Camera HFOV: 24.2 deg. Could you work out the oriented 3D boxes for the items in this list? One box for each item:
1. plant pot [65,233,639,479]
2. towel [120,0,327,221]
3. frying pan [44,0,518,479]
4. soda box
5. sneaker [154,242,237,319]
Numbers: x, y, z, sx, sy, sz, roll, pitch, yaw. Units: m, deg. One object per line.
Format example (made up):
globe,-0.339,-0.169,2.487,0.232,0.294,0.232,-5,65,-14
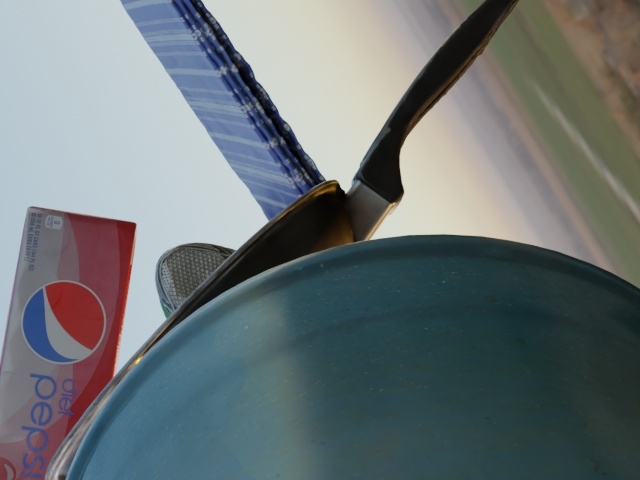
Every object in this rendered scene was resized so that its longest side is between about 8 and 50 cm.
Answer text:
plant pot,0.046,0.167,0.436,0.271,0.271,0.255,56,-173,-19
towel,-0.088,-0.139,1.333,0.336,0.040,0.243,56,169,-14
frying pan,-0.011,0.015,0.744,0.053,0.326,0.197,44,147,6
soda box,-0.209,0.110,1.190,0.083,0.092,0.263,147,131,-80
sneaker,-0.044,0.088,1.529,0.343,0.134,0.146,30,165,32
